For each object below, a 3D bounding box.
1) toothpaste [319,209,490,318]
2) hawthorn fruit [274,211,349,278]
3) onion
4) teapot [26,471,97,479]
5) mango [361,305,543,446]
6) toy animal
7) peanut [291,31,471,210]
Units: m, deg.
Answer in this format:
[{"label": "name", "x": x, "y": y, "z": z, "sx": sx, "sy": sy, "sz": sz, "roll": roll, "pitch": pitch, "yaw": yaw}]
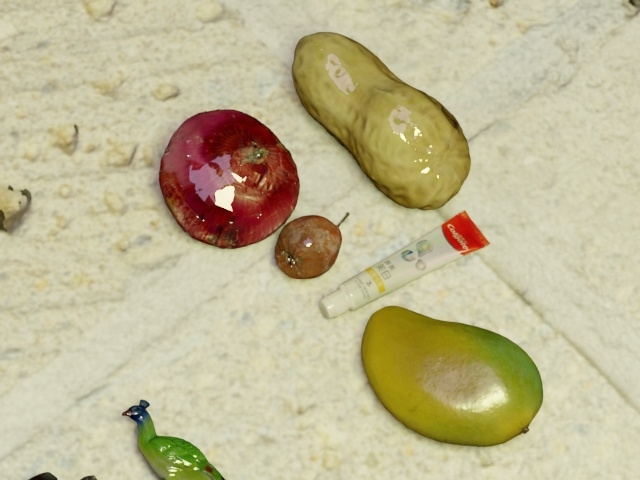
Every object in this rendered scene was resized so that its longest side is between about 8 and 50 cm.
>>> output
[{"label": "toothpaste", "x": 0.084, "y": 0.028, "z": 2.015, "sx": 0.190, "sy": 0.031, "sz": 0.048, "roll": -28, "pitch": 64, "yaw": -16}, {"label": "hawthorn fruit", "x": 0.000, "y": 0.000, "z": 2.018, "sx": 0.103, "sy": 0.067, "sz": 0.067, "roll": -26, "pitch": 64, "yaw": -41}, {"label": "onion", "x": -0.088, "y": -0.071, "z": 2.001, "sx": 0.150, "sy": 0.140, "sz": 0.150, "roll": 3, "pitch": 76, "yaw": -11}, {"label": "teapot", "x": -0.289, "y": 0.274, "z": 1.854, "sx": 0.177, "sy": 0.096, "sz": 0.087, "roll": -27, "pitch": 67, "yaw": -12}, {"label": "mango", "x": 0.126, "y": 0.140, "z": 1.935, "sx": 0.191, "sy": 0.085, "sz": 0.122, "roll": 13, "pitch": 74, "yaw": 17}, {"label": "toy animal", "x": -0.122, "y": 0.249, "z": 1.900, "sx": 0.217, "sy": 0.041, "sz": 0.075, "roll": 41, "pitch": 69, "yaw": 13}, {"label": "peanut", "x": 0.060, "y": -0.132, "z": 2.042, "sx": 0.236, "sy": 0.120, "sz": 0.110, "roll": 46, "pitch": 111, "yaw": 13}]
